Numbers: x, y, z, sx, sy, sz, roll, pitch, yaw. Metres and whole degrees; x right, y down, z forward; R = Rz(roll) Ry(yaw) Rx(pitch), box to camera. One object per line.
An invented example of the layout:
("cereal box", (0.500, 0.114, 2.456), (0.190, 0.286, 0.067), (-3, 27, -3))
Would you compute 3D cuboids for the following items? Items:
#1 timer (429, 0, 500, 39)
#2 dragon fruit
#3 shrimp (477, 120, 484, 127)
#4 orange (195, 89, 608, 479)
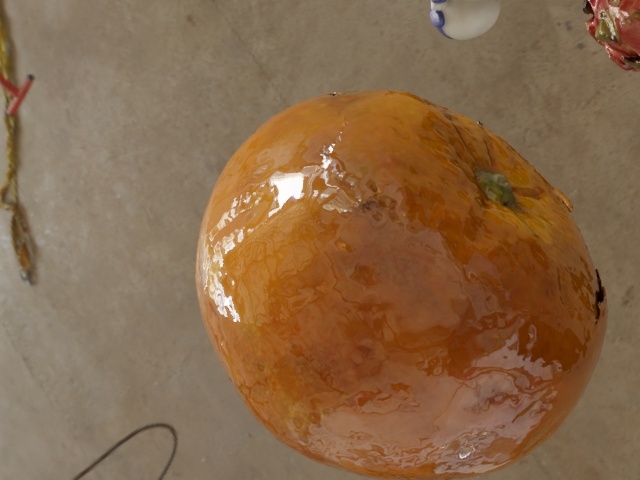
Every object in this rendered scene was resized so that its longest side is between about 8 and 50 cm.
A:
("timer", (0.277, -0.551, 1.407), (0.270, 0.270, 0.383), (29, 149, 26))
("dragon fruit", (0.650, -0.468, 1.461), (0.269, 0.250, 0.291), (58, 172, -14))
("shrimp", (0.172, -0.115, 1.190), (0.152, 0.046, 0.219), (37, 116, 11))
("orange", (0.051, 0.030, 0.513), (0.284, 0.284, 0.226), (45, 122, 14))
